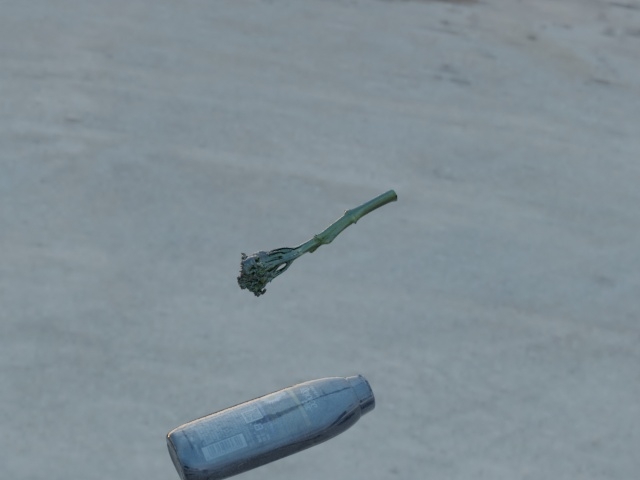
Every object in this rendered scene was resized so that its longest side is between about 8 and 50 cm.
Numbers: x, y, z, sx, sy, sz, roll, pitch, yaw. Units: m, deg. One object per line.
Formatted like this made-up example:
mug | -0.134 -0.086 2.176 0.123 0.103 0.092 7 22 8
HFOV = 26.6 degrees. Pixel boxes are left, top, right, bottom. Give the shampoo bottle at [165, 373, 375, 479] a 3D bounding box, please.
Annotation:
shampoo bottle | -0.052 0.206 1.511 0.233 0.049 0.087 -18 39 -17

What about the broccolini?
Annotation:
broccolini | 0.001 0.001 1.514 0.218 0.044 0.042 -26 27 -22
